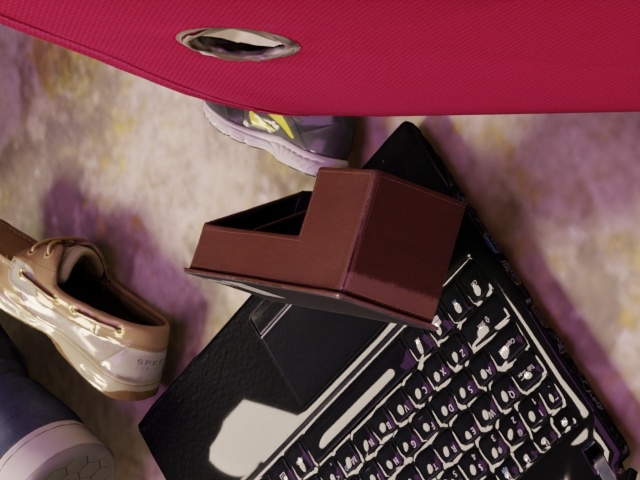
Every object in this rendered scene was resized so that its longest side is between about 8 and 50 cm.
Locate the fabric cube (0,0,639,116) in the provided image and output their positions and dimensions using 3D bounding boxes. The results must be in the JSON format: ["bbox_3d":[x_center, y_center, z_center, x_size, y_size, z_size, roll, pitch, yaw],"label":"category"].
[{"bbox_3d":[0.048,-0.178,0.543,0.258,0.254,0.259,3,83,33],"label":"fabric cube"}]

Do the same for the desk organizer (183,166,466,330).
[{"bbox_3d":[0.000,0.000,0.773,0.130,0.047,0.050,7,79,60],"label":"desk organizer"}]

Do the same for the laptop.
[{"bbox_3d":[-0.002,0.129,0.771,0.234,0.136,0.264,-48,64,36],"label":"laptop"}]

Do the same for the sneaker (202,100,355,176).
[{"bbox_3d":[-0.015,-0.054,0.837,0.083,0.031,0.035,28,101,34],"label":"sneaker"}]

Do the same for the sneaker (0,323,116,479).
[{"bbox_3d":[-0.197,0.135,0.993,0.163,0.086,0.226,44,123,29],"label":"sneaker"}]

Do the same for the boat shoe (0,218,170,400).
[{"bbox_3d":[-0.120,0.022,0.935,0.135,0.050,0.045,36,116,24],"label":"boat shoe"}]
